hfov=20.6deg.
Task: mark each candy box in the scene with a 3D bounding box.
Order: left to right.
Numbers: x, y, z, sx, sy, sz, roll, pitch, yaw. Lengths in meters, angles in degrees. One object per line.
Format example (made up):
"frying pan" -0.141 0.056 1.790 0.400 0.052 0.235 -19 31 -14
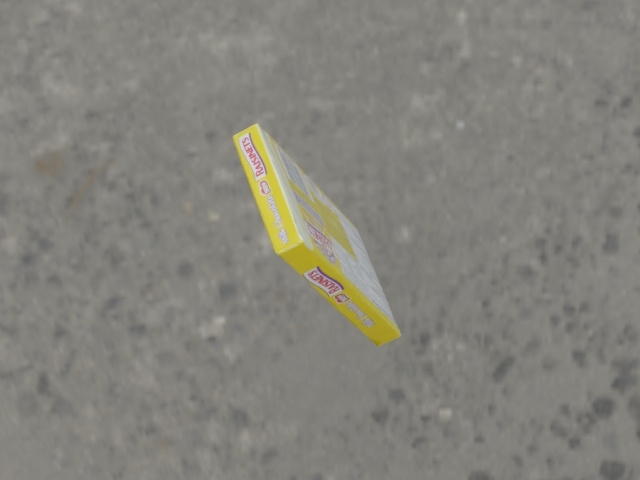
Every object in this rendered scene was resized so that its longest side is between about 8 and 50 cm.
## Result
"candy box" 0.000 0.000 1.304 0.027 0.206 0.105 -25 61 11
